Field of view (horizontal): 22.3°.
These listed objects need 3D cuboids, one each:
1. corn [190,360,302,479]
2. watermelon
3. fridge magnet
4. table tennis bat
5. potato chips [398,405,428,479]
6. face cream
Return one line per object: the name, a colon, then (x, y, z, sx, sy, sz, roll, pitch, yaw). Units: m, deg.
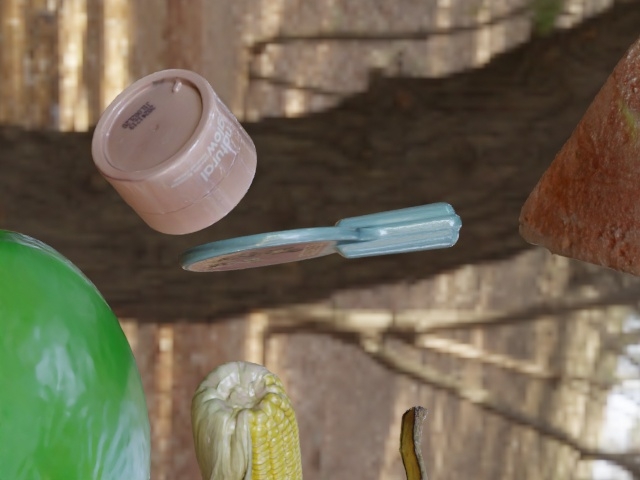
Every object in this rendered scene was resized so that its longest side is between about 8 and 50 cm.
corn: (-0.084, 0.257, 1.797, 0.123, 0.122, 0.305, 49, -28, 38)
watermelon: (0.316, -0.061, 1.425, 0.250, 0.292, 0.283, 40, 26, -81)
fridge magnet: (-0.162, 0.097, 0.801, 0.208, 0.088, 0.208, 20, 65, -51)
table tennis bat: (0.000, 0.000, 1.385, 0.153, 0.244, 0.040, 141, -59, -79)
potato chips: (0.113, 0.259, 1.887, 0.037, 0.026, 0.204, 41, 24, -24)
face cream: (-0.155, -0.094, 1.725, 0.104, 0.149, 0.149, 52, 30, -47)
